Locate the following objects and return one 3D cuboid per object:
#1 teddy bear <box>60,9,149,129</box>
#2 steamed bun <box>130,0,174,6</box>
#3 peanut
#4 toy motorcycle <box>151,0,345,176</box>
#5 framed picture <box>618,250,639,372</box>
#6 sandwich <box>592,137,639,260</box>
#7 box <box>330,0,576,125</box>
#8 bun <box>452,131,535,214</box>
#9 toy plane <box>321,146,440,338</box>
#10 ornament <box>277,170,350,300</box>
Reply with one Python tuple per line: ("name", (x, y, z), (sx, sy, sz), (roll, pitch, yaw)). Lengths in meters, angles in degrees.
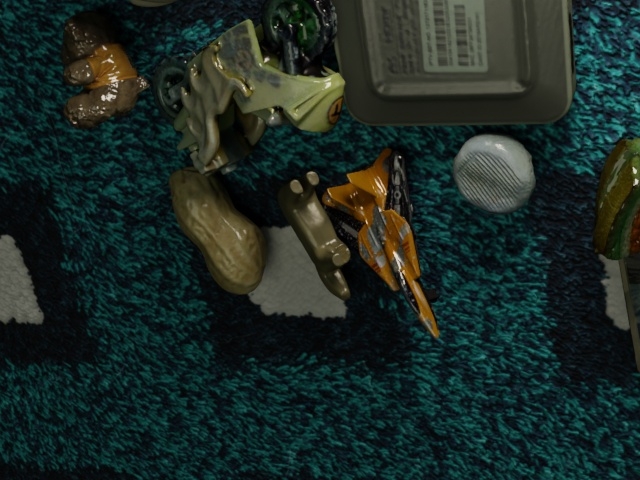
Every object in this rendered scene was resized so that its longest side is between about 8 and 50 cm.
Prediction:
("teddy bear", (-0.380, -0.298, 2.036), (0.140, 0.177, 0.190), (-19, 99, 11))
("steamed bun", (-0.283, -0.461, 1.902), (0.228, 0.177, 0.131), (28, 153, 8))
("peanut", (-0.177, -0.022, 2.130), (0.123, 0.123, 0.257), (-23, 103, 31))
("toy motorcycle", (-0.111, -0.250, 1.943), (0.410, 0.168, 0.237), (-22, 94, 41))
("framed picture", (0.586, 0.097, 1.922), (0.189, 0.023, 0.260), (-4, 112, 28))
("sandwich", (0.512, -0.058, 1.841), (0.160, 0.109, 0.185), (12, 121, -7))
("box", (0.192, -0.353, 1.811), (0.373, 0.090, 0.367), (1, 116, 21))
("bun", (0.283, -0.111, 1.912), (0.140, 0.083, 0.141), (17, 127, 24))
("toy plane", (0.132, 0.018, 2.011), (0.204, 0.103, 0.316), (-35, 84, 35))
("ornament", (0.000, 0.000, 2.044), (0.061, 0.245, 0.230), (-30, 91, -11))
